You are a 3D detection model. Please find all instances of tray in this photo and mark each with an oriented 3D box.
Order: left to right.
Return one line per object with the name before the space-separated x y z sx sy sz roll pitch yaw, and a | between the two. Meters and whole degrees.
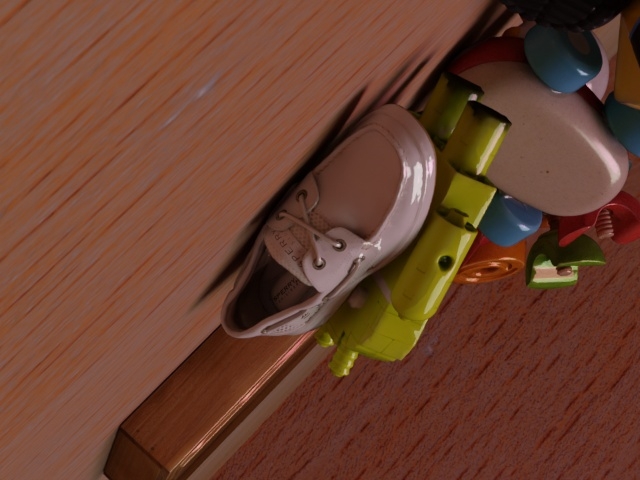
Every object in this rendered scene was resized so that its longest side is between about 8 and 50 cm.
tray | -0.052 0.102 1.974 0.411 0.076 0.203 -44 173 -22

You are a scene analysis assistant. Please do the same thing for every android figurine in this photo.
android figurine | 0.071 -0.009 1.639 0.273 0.056 0.248 -61 -159 16

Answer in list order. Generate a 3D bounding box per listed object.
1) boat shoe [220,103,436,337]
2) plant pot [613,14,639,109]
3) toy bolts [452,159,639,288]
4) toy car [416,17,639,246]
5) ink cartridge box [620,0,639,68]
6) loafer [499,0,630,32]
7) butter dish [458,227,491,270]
boat shoe | 0.000 0.000 1.544 0.096 0.098 0.277 -21 155 -42
plant pot | 0.368 -0.214 1.645 0.254 0.254 0.239 -12 118 -80
toy bolts | 0.243 -0.055 2.090 0.218 0.158 0.228 0 160 -26
toy car | 0.210 -0.159 1.848 0.219 0.210 0.238 -36 -149 35
ink cartridge box | 0.319 -0.270 1.352 0.307 0.072 0.303 -60 -164 29
loafer | 0.226 -0.282 1.308 0.366 0.134 0.130 -39 -149 59
butter dish | 0.176 -0.063 1.985 0.118 0.160 0.160 -9 163 -14
